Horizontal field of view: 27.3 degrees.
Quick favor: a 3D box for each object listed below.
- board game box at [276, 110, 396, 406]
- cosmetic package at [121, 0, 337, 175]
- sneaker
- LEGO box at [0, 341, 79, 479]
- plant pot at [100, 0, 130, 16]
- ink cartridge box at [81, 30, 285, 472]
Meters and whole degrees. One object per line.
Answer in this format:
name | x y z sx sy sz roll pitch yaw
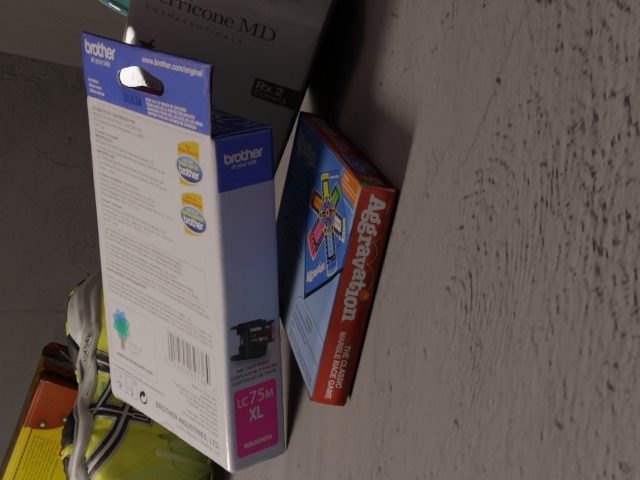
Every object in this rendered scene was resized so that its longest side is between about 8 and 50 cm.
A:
board game box | 0.000 0.000 0.949 0.281 0.027 0.145 -119 39 -73
cosmetic package | -0.074 -0.173 1.094 0.183 0.151 0.151 110 178 -46
sneaker | -0.165 0.157 1.316 0.147 0.145 0.384 -36 49 23
LEGO box | -0.351 0.411 1.694 0.372 0.193 0.500 -167 98 -79
plant pot | -0.202 -0.477 1.848 0.255 0.272 0.271 -54 25 35
ink cartridge box | -0.105 0.001 1.005 0.186 0.065 0.311 21 122 49
